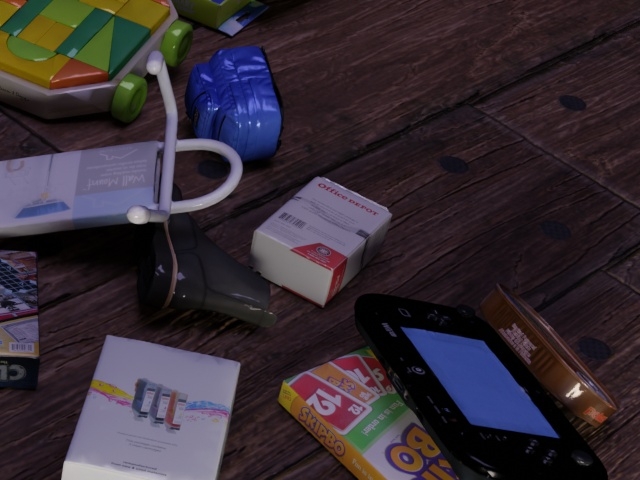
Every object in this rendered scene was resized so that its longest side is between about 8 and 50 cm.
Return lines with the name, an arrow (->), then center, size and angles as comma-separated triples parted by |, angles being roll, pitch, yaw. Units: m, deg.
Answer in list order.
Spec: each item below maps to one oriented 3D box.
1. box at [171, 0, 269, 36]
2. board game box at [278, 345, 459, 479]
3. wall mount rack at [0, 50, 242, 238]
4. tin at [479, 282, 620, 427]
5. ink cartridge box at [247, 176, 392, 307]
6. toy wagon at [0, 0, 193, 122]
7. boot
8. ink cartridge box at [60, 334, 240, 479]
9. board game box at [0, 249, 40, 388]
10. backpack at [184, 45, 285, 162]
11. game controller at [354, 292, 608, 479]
box -> -0.164, -0.330, 2.369 | 0.178, 0.042, 0.109 | 24, 38, 16
board game box -> 0.088, 0.200, 1.742 | 0.124, 0.039, 0.259 | -20, 50, -37
wall mount rack -> -0.260, -0.061, 1.825 | 0.350, 0.130, 0.304 | -8, 39, 5
tin -> 0.229, 0.116, 1.853 | 0.106, 0.040, 0.189 | 28, 17, -46
ink cartridge box -> 0.000, 0.000, 1.962 | 0.099, 0.056, 0.135 | 27, 38, 18
toy wagon -> -0.289, -0.273, 2.203 | 0.267, 0.068, 0.344 | 23, 46, 12
boot -> -0.119, 0.017, 1.907 | 0.137, 0.077, 0.198 | 16, 37, -17
ink cartridge box -> -0.150, 0.191, 1.595 | 0.127, 0.128, 0.176 | 13, 35, 0
board game box -> -0.392, 0.068, 1.758 | 0.243, 0.042, 0.165 | 4, 37, -12
backpack -> -0.097, -0.146, 2.100 | 0.101, 0.098, 0.120 | -12, 55, -17
game controller -> 0.145, 0.144, 1.748 | 0.166, 0.067, 0.319 | 20, 19, -31
